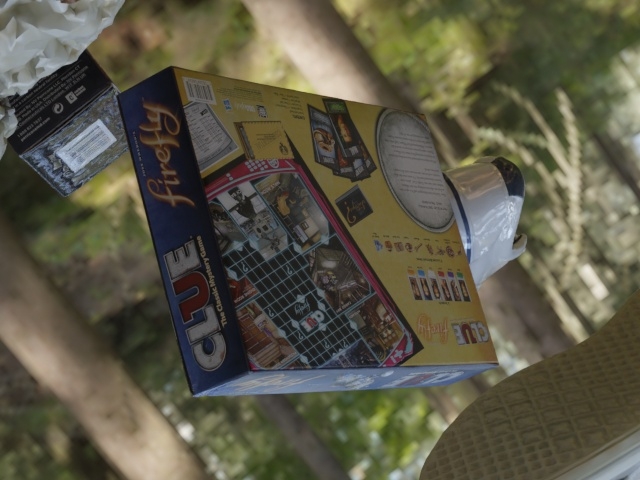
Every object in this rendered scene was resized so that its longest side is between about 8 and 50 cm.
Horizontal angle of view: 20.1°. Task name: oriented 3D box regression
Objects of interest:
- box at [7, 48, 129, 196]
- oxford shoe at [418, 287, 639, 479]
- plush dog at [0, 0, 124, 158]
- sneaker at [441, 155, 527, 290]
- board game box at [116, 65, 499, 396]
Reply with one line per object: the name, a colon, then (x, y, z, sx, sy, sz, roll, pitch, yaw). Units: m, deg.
box: (-0.272, -0.163, 1.662, 0.108, 0.207, 0.153, -38, 166, -2)
oxford shoe: (0.258, 0.156, 1.554, 0.169, 0.130, 0.449, 14, -148, 41)
plush dog: (-0.132, -0.072, 0.521, 0.225, 0.210, 0.262, -43, -144, 4)
sneaker: (0.115, 0.009, 1.400, 0.091, 0.094, 0.258, -18, 166, -5)
board game box: (0.000, 0.000, 0.993, 0.042, 0.165, 0.243, -24, 163, 32)
